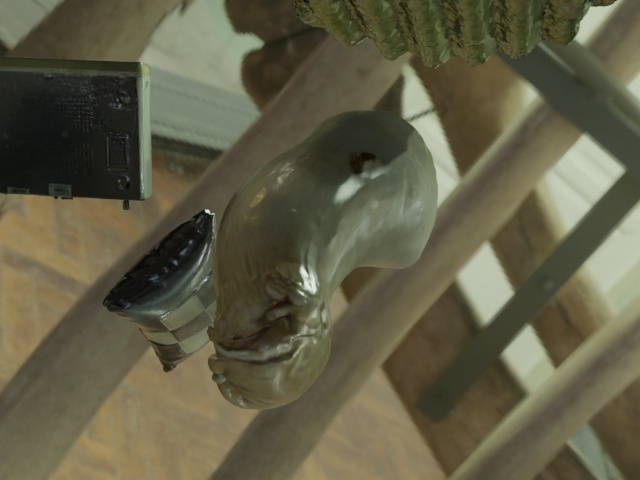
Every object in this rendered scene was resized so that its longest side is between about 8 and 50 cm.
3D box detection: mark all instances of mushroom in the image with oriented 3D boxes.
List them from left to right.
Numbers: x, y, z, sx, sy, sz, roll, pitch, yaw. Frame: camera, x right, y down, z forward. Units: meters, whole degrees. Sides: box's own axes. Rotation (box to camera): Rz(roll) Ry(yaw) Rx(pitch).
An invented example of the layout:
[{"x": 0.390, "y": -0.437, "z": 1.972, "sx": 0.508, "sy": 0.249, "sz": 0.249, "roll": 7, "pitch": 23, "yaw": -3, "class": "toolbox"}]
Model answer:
[{"x": 0.000, "y": 0.000, "z": 0.935, "sx": 0.397, "sy": 0.126, "sz": 0.177, "roll": -38, "pitch": 107, "yaw": -59, "class": "mushroom"}]

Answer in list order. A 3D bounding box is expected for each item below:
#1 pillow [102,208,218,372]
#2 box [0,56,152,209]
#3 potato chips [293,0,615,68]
[{"x": -0.188, "y": 0.074, "z": 1.477, "sx": 0.106, "sy": 0.186, "sz": 0.250, "roll": 41, "pitch": -13, "yaw": 26, "class": "pillow"}, {"x": -0.367, "y": -0.148, "z": 1.480, "sx": 0.270, "sy": 0.211, "sz": 0.045, "roll": 5, "pitch": 14, "yaw": 6, "class": "box"}, {"x": 0.141, "y": -0.262, "z": 1.132, "sx": 0.429, "sy": 0.358, "sz": 0.070, "roll": 38, "pitch": 49, "yaw": -79, "class": "potato chips"}]
